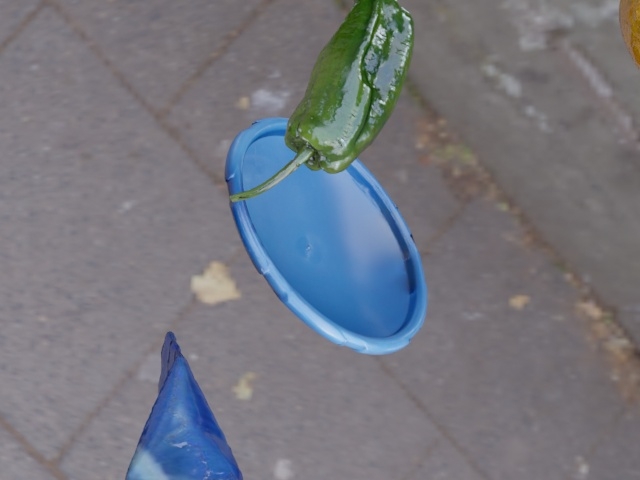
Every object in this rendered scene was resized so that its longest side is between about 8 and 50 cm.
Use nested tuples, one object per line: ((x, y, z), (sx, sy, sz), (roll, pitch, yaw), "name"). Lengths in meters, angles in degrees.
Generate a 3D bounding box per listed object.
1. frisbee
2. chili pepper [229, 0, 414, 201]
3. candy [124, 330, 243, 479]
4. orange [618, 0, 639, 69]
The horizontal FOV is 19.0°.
((0.000, 0.000, 1.705), (0.242, 0.045, 0.242), (33, 36, -29), "frisbee")
((0.017, -0.103, 1.480), (0.072, 0.073, 0.204), (34, 69, -18), "chili pepper")
((-0.056, 0.191, 0.810), (0.077, 0.331, 0.187), (-2, 117, -8), "candy")
((0.283, -0.175, 1.426), (0.117, 0.135, 0.135), (41, 71, -10), "orange")
